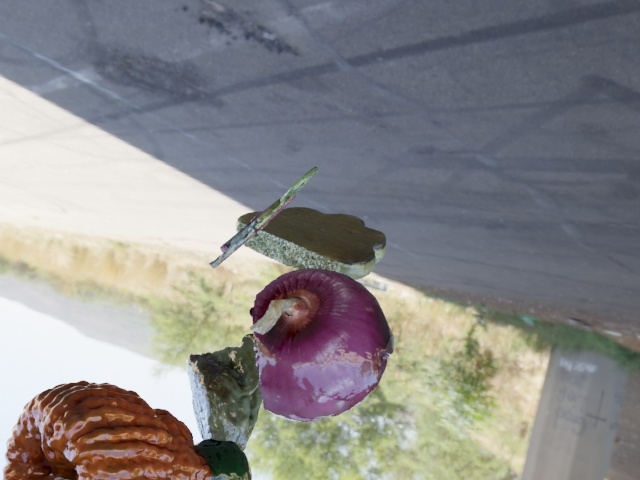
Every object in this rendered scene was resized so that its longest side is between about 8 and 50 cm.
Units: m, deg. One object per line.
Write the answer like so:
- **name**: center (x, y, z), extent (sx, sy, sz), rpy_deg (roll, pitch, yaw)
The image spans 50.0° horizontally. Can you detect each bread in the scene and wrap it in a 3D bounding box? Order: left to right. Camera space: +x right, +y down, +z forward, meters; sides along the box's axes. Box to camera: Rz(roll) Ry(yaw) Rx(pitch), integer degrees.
- **bread**: center (0.000, 0.000, 1.192), extent (0.207, 0.056, 0.286), rpy_deg (-14, -151, -43)

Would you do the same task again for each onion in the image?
- **onion**: center (0.004, 0.133, 0.918), extent (0.201, 0.200, 0.207), rpy_deg (17, -168, -7)

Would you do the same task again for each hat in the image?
- **hat**: center (-0.288, 0.355, 1.139), extent (0.285, 0.285, 0.400), rpy_deg (9, -176, 41)

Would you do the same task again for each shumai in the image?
- **shumai**: center (-0.170, 0.339, 1.473), extent (0.204, 0.271, 0.222), rpy_deg (-8, 153, -17)

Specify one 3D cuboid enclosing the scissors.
- **scissors**: center (-0.078, -0.028, 0.925), extent (0.020, 0.187, 0.133), rpy_deg (46, 143, 0)
